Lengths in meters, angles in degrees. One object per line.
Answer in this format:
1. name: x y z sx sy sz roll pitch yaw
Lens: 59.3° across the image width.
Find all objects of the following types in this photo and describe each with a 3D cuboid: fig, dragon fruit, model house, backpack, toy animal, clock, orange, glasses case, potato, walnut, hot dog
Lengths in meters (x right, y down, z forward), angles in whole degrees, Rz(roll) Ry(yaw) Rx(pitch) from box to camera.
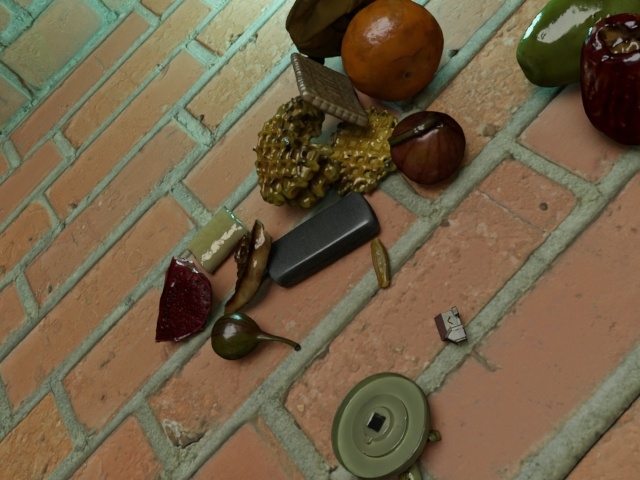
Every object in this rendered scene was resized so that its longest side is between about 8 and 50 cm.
1. fig: 0.268 -0.243 1.414 0.205 0.205 0.205 -13 58 22
2. dragon fruit: -0.382 0.137 1.600 0.262 0.134 0.211 -67 29 27
3. model house: 0.288 0.196 1.244 0.058 0.057 0.083 -20 57 13
4. backpack: 0.081 -0.676 1.688 0.378 0.353 0.201 -29 72 51
5. toy animal: 0.182 0.455 1.149 0.136 0.073 0.181 -18 56 23
6. clock: 0.125 0.391 1.199 0.235 0.029 0.235 -28 39 25
7. orange: 0.198 -0.519 1.552 0.284 0.284 0.226 -29 49 12
8. fig: -0.168 0.253 1.437 0.236 0.124 0.124 5 66 19
9. glasses case: 0.000 0.000 1.501 0.323 0.074 0.131 -32 53 10
10. potato: 0.625 -0.497 1.350 0.304 0.216 0.216 -30 53 21
11. walnut: 0.685 -0.346 1.194 0.244 0.269 0.222 -6 59 30
12. hot dog: 0.154 0.056 1.414 0.044 0.028 0.137 -41 44 37

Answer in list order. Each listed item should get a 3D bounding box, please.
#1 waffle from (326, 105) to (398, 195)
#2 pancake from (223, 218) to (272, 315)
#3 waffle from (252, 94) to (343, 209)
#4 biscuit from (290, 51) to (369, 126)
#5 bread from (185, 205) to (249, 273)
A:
1. waffle: 0.116 -0.256 1.589 0.262 0.060 0.280 -32 53 10
2. pancake: -0.195 0.063 1.530 0.212 0.056 0.257 -35 49 48
3. waffle: -0.069 -0.247 1.596 0.261 0.151 0.324 -37 43 26
4. biscuit: 0.019 -0.436 1.621 0.044 0.217 0.325 -59 26 30
5. bread: -0.310 -0.004 1.685 0.178 0.060 0.139 -47 52 -2
